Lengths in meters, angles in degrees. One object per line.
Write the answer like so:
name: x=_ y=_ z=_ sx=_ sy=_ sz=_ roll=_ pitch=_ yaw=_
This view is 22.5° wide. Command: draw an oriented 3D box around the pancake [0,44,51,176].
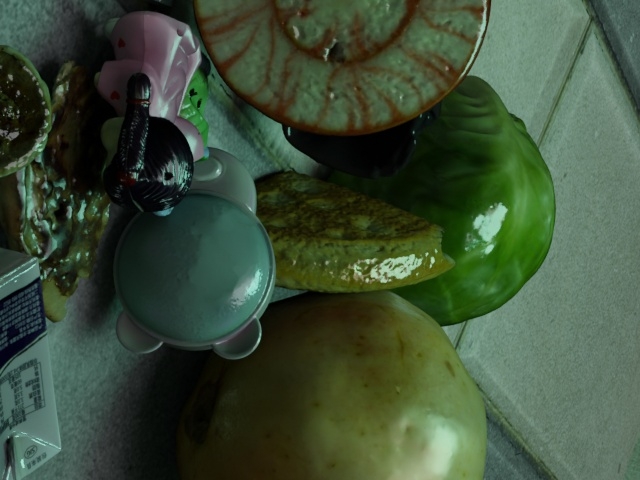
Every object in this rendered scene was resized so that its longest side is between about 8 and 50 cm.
pancake: x=-0.312 y=-0.124 z=1.527 sx=0.116 sy=0.022 sz=0.129 roll=-10 pitch=93 yaw=-19

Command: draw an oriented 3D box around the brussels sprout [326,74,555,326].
brussels sprout: x=0.165 y=-0.054 z=2.155 sx=0.281 sy=0.289 sz=0.355 roll=40 pitch=45 yaw=-45

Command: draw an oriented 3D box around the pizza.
pizza: x=-0.008 y=0.011 z=1.916 sx=0.268 sy=0.258 sz=0.087 roll=-23 pitch=127 yaw=-54

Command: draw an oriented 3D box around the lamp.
lamp: x=-0.138 y=0.008 z=1.782 sx=0.108 sy=0.179 sz=0.246 roll=92 pitch=3 yaw=-71

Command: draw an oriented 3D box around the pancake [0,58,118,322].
pancake: x=-0.280 y=-0.057 z=1.639 sx=0.212 sy=0.056 sz=0.257 roll=33 pitch=67 yaw=-65

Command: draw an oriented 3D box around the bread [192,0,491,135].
bread: x=0.020 y=-0.265 z=1.735 sx=0.114 sy=0.327 sz=0.295 roll=-100 pitch=-158 yaw=-72

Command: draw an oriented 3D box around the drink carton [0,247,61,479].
drink carton: x=-0.336 y=0.117 z=1.540 sx=0.102 sy=0.134 sz=0.222 roll=-39 pitch=134 yaw=-49

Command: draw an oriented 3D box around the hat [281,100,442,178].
hat: x=0.022 y=-0.256 z=1.915 sx=0.336 sy=0.238 sz=0.209 roll=48 pitch=23 yaw=-14

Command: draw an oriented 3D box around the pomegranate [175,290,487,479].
pomegranate: x=0.025 y=0.254 z=1.949 sx=0.411 sy=0.411 sz=0.411 roll=-30 pitch=127 yaw=-50

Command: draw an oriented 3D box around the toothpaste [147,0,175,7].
toothpaste: x=-0.149 y=-0.349 z=1.731 sx=0.043 sy=0.067 sz=0.194 roll=17 pitch=90 yaw=-28

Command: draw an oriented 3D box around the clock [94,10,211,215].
clock: x=-0.171 y=-0.119 z=1.687 sx=0.194 sy=0.100 sz=0.195 roll=59 pitch=34 yaw=-71
